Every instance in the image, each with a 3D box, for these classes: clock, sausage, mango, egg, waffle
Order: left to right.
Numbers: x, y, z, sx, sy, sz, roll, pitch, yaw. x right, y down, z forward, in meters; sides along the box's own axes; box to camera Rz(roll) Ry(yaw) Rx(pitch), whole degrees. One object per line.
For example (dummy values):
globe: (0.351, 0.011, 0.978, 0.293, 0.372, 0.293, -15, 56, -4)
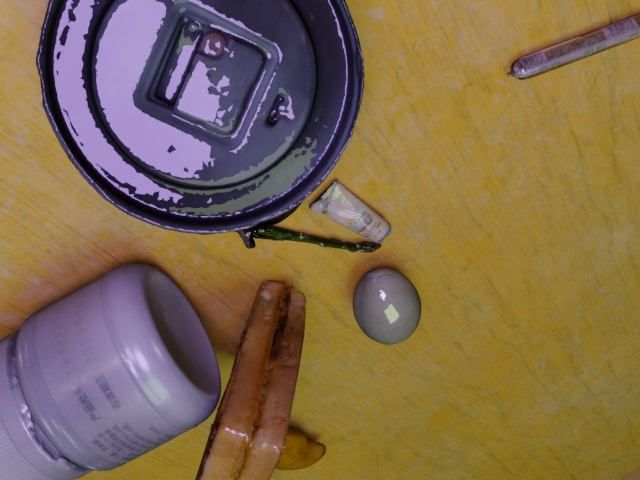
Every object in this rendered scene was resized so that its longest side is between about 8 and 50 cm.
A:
clock: (-0.118, -0.170, 0.738, 0.324, 0.067, 0.325, -3, 106, -10)
waffle: (-0.100, 0.232, 1.062, 0.098, 0.328, 0.224, 20, 124, -5)
mango: (-0.064, 0.425, 1.456, 0.098, 0.075, 0.190, -33, 144, 17)
egg: (0.110, 0.108, 1.189, 0.114, 0.114, 0.152, -24, 132, -1)
sausage: (0.382, -0.276, 0.992, 0.269, 0.033, 0.033, -21, 138, -4)

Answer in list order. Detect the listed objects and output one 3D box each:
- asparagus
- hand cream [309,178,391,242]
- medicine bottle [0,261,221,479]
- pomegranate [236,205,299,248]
asparagus: (0.000, 0.000, 1.101, 0.232, 0.023, 0.022, 8, 173, -31)
hand cream: (0.052, -0.040, 1.076, 0.143, 0.039, 0.061, 29, 118, -36)
medicine bottle: (-0.319, 0.196, 0.981, 0.306, 0.245, 0.245, -28, 138, 4)
pomegranate: (-0.072, -0.110, 0.866, 0.156, 0.156, 0.220, 9, 124, -31)
